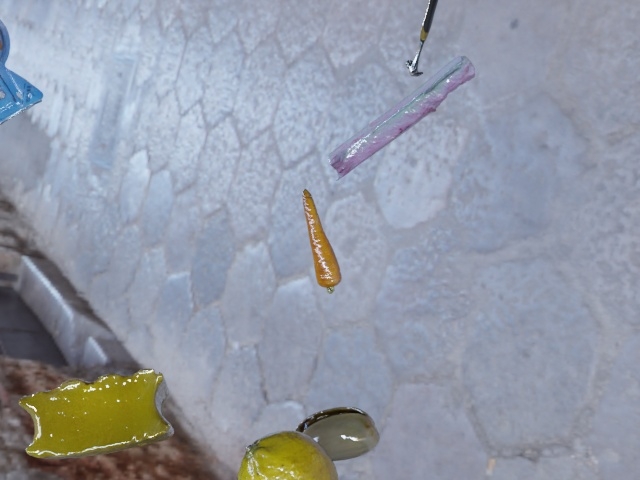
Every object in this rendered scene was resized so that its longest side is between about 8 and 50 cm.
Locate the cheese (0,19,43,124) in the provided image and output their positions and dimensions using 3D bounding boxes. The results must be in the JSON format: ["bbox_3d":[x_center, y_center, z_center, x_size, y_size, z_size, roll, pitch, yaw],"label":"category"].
[{"bbox_3d":[-0.550,-0.288,1.355,0.245,0.135,0.052,54,172,16],"label":"cheese"}]

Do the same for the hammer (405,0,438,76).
[{"bbox_3d":[0.232,-0.458,1.896,0.078,0.021,0.201,-105,22,-48],"label":"hammer"}]

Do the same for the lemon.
[{"bbox_3d":[-0.065,0.478,1.671,0.192,0.231,0.192,-39,14,12],"label":"lemon"}]

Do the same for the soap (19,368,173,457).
[{"bbox_3d":[-0.471,0.383,1.836,0.335,0.293,0.156,123,136,-73],"label":"soap"}]

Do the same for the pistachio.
[{"bbox_3d":[0.042,0.478,2.072,0.129,0.206,0.131,-99,1,-82],"label":"pistachio"}]

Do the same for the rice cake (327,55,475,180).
[{"bbox_3d":[0.129,-0.197,1.360,0.290,0.051,0.081,-37,0,6],"label":"rice cake"}]

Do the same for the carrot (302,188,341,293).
[{"bbox_3d":[0.000,0.000,1.988,0.061,0.061,0.257,-14,89,55],"label":"carrot"}]
